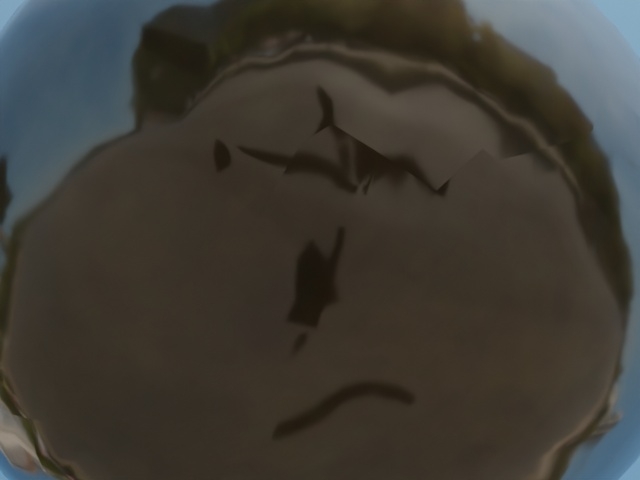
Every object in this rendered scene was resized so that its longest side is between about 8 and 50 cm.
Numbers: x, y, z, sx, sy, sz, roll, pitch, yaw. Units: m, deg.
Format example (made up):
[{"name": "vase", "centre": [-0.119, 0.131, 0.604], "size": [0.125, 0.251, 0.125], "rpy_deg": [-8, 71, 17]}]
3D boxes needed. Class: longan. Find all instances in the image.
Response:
[{"name": "longan", "centre": [0.002, 0.004, 0.712], "size": [0.297, 0.297, 0.297], "rpy_deg": [-2, -68, -4]}]
